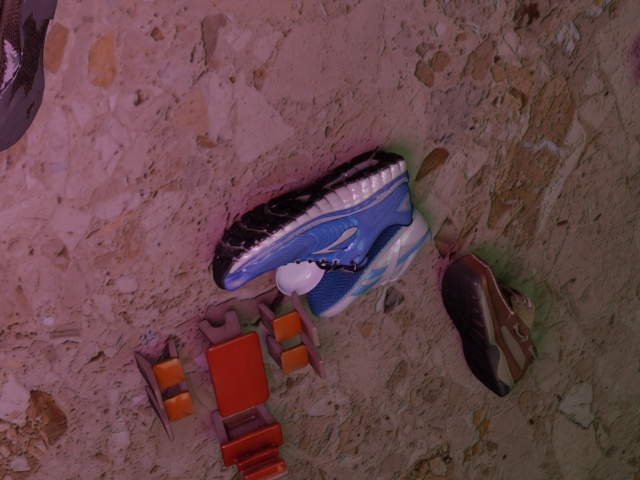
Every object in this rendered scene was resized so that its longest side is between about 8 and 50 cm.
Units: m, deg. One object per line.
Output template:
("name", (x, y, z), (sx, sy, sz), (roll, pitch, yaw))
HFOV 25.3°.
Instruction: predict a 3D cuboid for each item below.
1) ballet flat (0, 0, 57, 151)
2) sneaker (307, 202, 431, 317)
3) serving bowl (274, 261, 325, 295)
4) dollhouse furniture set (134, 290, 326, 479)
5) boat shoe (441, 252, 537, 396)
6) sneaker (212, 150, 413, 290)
("ballet flat", (-0.379, -0.223, 1.753), (0.084, 0.058, 0.250), (-21, 139, -47))
("sneaker", (0.078, 0.041, 2.194), (0.228, 0.087, 0.092), (-44, 135, 4))
("serving bowl", (-0.035, 0.042, 2.161), (0.083, 0.027, 0.083), (-16, 127, -22))
("dollhouse furniture set", (-0.117, 0.238, 2.156), (0.262, 0.135, 0.259), (-21, 133, -13))
("boat shoe", (0.290, 0.126, 2.374), (0.120, 0.122, 0.324), (-36, 141, -13))
("sneaker", (0.000, 0.000, 2.066), (0.330, 0.130, 0.147), (-26, 111, -14))
